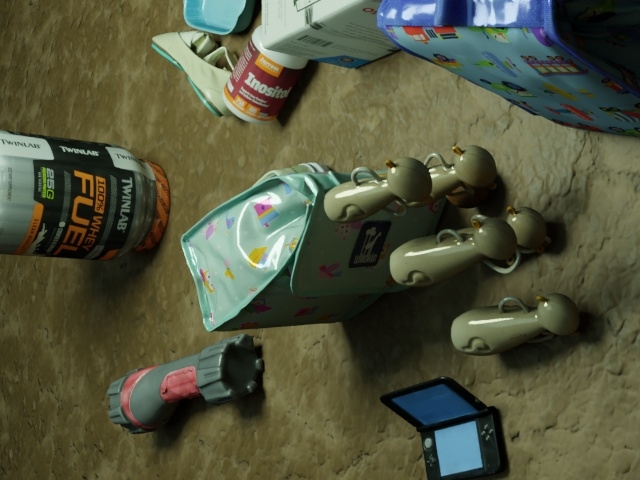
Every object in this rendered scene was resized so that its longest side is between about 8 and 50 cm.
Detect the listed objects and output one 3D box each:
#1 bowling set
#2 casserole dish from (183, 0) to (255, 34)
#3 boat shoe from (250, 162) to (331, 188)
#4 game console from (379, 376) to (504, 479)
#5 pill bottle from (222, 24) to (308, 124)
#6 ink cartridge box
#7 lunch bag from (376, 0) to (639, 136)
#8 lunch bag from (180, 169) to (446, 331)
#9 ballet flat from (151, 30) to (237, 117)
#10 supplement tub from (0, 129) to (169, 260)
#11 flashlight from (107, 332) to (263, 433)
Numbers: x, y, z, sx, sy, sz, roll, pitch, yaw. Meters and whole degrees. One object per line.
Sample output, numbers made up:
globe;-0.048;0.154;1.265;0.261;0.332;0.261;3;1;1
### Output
bowling set;0.159;-0.034;1.233;0.154;0.287;0.200;-20;37;44
casserole dish;-0.149;-0.372;1.791;0.188;0.037;0.114;24;106;52
boat shoe;-0.095;-0.013;1.627;0.302;0.094;0.109;-48;50;39
game console;0.134;0.215;1.315;0.122;0.071;0.107;-26;65;49
pill bottle;-0.069;-0.242;1.626;0.152;0.086;0.086;-58;45;32
ink cartridge box;0.044;-0.285;1.429;0.203;0.148;0.086;-14;73;51
lunch bag;0.210;-0.179;1.075;0.221;0.293;0.138;16;99;52
lunch bag;0.000;0.000;1.393;0.262;0.223;0.160;-36;64;43
ballet flat;-0.177;-0.271;1.794;0.248;0.086;0.086;48;123;43
supplement tub;-0.413;-0.068;1.873;0.193;0.316;0.194;-7;82;52
flashlight;-0.205;0.222;1.745;0.304;0.103;0.103;-20;97;50
